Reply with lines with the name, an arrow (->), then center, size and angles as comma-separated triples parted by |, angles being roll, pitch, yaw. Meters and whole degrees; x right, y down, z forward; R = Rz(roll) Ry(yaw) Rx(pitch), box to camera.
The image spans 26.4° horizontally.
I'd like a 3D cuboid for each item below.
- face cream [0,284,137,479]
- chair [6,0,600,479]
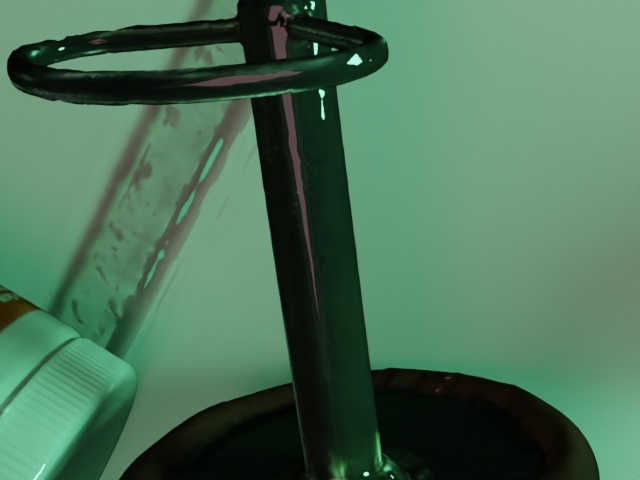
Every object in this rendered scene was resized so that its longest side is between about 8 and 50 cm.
face cream -> -0.220, 0.103, 0.677 | 0.187, 0.201, 0.201 | 29, 115, 4
chair -> 0.000, 0.000, 0.559 | 0.226, 0.226, 0.401 | -3, 110, 18
